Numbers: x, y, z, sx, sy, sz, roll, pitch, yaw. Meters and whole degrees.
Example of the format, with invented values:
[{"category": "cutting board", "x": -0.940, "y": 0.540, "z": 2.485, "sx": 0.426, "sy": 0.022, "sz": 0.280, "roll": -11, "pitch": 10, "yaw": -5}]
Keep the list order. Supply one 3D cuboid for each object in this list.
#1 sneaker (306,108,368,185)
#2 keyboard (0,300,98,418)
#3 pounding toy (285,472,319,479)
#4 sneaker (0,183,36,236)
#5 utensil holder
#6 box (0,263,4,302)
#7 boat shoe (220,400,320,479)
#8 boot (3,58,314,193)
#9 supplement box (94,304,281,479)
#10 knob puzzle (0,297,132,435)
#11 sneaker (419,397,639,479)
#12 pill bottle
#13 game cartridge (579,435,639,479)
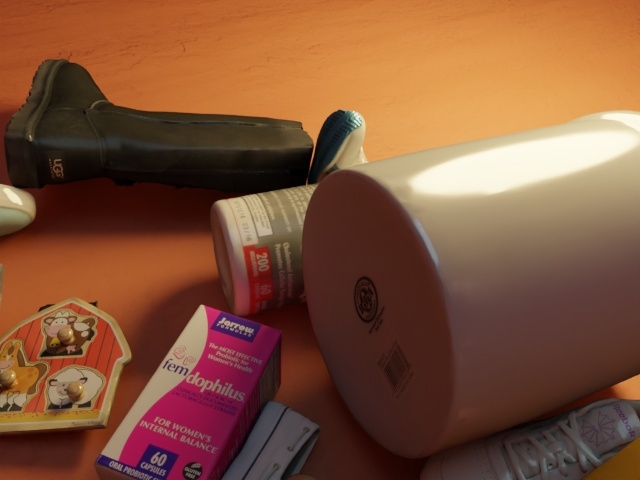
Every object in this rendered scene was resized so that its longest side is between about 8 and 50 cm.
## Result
[{"category": "sneaker", "x": 0.038, "y": -0.116, "z": 0.942, "sx": 0.092, "sy": 0.229, "sz": 0.087, "roll": 5, "pitch": 61, "yaw": -10}, {"category": "keyboard", "x": -0.325, "y": 0.151, "z": 0.778, "sx": 0.108, "sy": 0.023, "sz": 0.180, "roll": -3, "pitch": 45, "yaw": 1}, {"category": "pounding toy", "x": 0.059, "y": 0.309, "z": 0.522, "sx": 0.155, "sy": 0.154, "sz": 0.269, "roll": -25, "pitch": 68, "yaw": -28}, {"category": "sneaker", "x": -0.580, "y": 0.019, "z": 0.843, "sx": 0.366, "sy": 0.135, "sz": 0.150, "roll": -12, "pitch": 77, "yaw": -25}, {"category": "utensil holder", "x": 0.212, "y": 0.035, "z": 0.707, "sx": 0.385, "sy": 0.328, "sz": 0.327, "roll": -12, "pitch": 46, "yaw": -24}, {"category": "box", "x": -0.491, "y": 0.116, "z": 0.697, "sx": 0.231, "sy": 0.056, "sz": 0.183, "roll": -5, "pitch": 71, "yaw": 1}, {"category": "boat shoe", "x": -0.062, "y": 0.265, "z": 0.638, "sx": 0.075, "sy": 0.083, "sz": 0.226, "roll": 15, "pitch": 44, "yaw": 12}, {"category": "boot", "x": -0.253, "y": -0.196, "z": 1.055, "sx": 0.445, "sy": 0.146, "sz": 0.367, "roll": -2, "pitch": 38, "yaw": -10}, {"category": "supplement box", "x": -0.133, "y": 0.197, "z": 0.685, "sx": 0.111, "sy": 0.114, "sz": 0.220, "roll": 15, "pitch": 43, "yaw": 12}, {"category": "knob puzzle", "x": -0.329, "y": 0.141, "z": 0.751, "sx": 0.213, "sy": 0.030, "sz": 0.213, "roll": -2, "pitch": 44, "yaw": 2}, {"category": "sneaker", "x": 0.255, "y": 0.223, "z": 0.665, "sx": 0.305, "sy": 0.152, "sz": 0.114, "roll": -8, "pitch": 47, "yaw": -11}, {"category": "pill bottle", "x": 0.000, "y": 0.000, "z": 0.865, "sx": 0.283, "sy": 0.161, "sz": 0.161, "roll": -12, "pitch": 46, "yaw": -16}, {"category": "game cartridge", "x": 0.300, "y": 0.355, "z": 0.496, "sx": 0.285, "sy": 0.052, "sz": 0.324, "roll": -40, "pitch": 53, "yaw": 8}]
